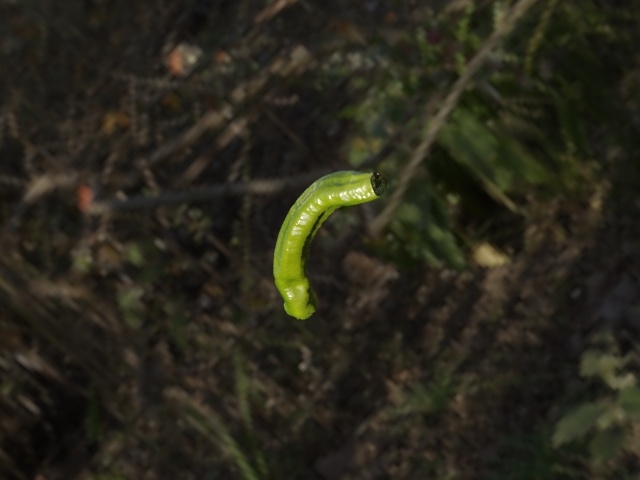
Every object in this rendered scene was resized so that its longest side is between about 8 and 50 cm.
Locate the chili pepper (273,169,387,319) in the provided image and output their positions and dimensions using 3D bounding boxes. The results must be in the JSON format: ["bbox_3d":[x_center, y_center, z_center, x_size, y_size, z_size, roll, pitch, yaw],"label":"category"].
[{"bbox_3d":[0.000,-0.001,0.590,0.083,0.030,0.017,110,-178,-45],"label":"chili pepper"}]
